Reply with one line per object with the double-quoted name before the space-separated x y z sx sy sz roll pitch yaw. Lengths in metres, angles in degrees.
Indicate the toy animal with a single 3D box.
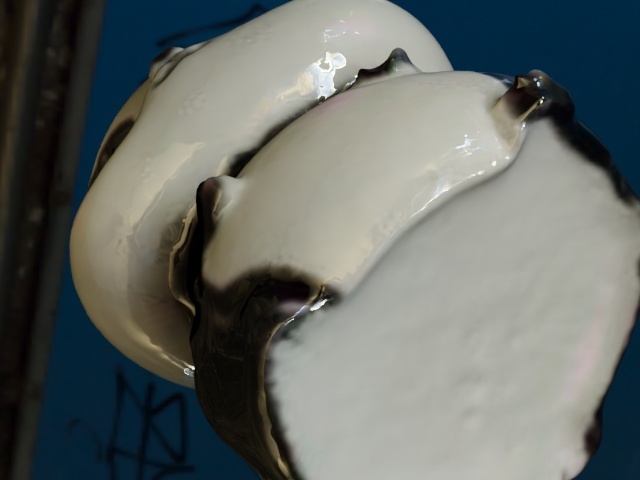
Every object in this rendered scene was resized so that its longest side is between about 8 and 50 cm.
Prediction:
"toy animal" -0.001 -0.004 0.514 0.235 0.187 0.165 38 -17 46
